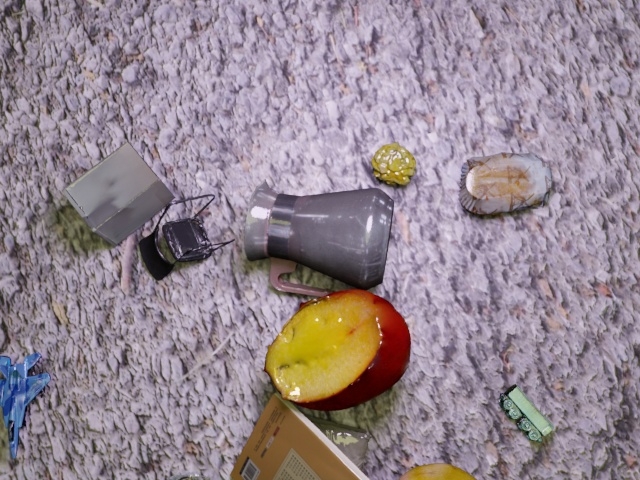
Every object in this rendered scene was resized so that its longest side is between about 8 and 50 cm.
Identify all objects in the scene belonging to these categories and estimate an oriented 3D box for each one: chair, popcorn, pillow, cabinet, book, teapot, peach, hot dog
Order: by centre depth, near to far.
[{"bbox_3d":[-0.030,0.565,1.342,0.389,0.032,0.269,38,109,30],"label":"book"},{"bbox_3d":[0.035,0.259,1.408,0.338,0.281,0.281,-11,78,-18],"label":"peach"},{"bbox_3d":[0.024,0.506,1.457,0.181,0.078,0.134,13,81,-1],"label":"pillow"},{"bbox_3d":[0.000,0.000,1.500,0.343,0.253,0.301,9,110,9],"label":"teapot"},{"bbox_3d":[-0.513,-0.118,1.547,0.206,0.150,0.145,-40,76,-8],"label":"cabinet"},{"bbox_3d":[-0.353,-0.001,1.552,0.145,0.221,0.140,-14,73,-47],"label":"chair"},{"bbox_3d":[0.491,-0.152,1.598,0.270,0.082,0.163,-7,87,-9],"label":"hot dog"},{"bbox_3d":[0.193,-0.204,1.599,0.120,0.116,0.106,-8,34,-5],"label":"popcorn"}]

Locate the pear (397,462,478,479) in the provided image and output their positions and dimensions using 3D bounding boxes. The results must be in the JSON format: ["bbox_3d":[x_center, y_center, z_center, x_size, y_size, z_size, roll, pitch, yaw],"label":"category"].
[{"bbox_3d":[0.276,0.625,1.303,0.284,0.336,0.285,6,63,-12],"label":"pear"}]

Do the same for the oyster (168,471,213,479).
[{"bbox_3d":[-0.325,0.603,1.462,0.100,0.037,0.098,18,59,24],"label":"oyster"}]

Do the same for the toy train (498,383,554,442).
[{"bbox_3d":[0.508,0.431,1.495,0.071,0.038,0.148,-39,80,-11],"label":"toy train"}]

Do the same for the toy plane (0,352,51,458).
[{"bbox_3d":[-0.746,0.404,1.476,0.169,0.078,0.247,-6,85,-1],"label":"toy plane"}]
